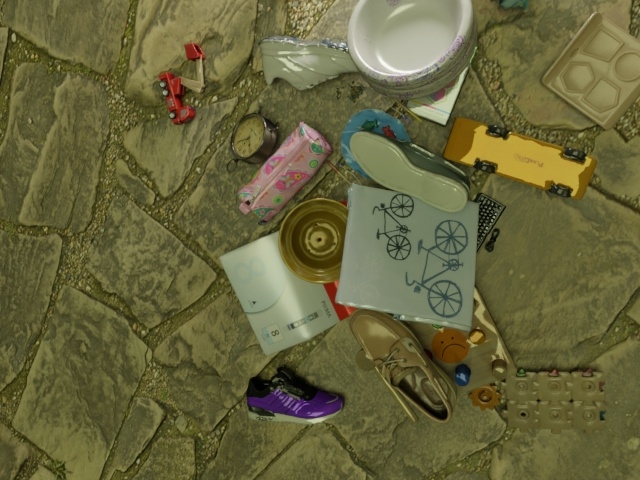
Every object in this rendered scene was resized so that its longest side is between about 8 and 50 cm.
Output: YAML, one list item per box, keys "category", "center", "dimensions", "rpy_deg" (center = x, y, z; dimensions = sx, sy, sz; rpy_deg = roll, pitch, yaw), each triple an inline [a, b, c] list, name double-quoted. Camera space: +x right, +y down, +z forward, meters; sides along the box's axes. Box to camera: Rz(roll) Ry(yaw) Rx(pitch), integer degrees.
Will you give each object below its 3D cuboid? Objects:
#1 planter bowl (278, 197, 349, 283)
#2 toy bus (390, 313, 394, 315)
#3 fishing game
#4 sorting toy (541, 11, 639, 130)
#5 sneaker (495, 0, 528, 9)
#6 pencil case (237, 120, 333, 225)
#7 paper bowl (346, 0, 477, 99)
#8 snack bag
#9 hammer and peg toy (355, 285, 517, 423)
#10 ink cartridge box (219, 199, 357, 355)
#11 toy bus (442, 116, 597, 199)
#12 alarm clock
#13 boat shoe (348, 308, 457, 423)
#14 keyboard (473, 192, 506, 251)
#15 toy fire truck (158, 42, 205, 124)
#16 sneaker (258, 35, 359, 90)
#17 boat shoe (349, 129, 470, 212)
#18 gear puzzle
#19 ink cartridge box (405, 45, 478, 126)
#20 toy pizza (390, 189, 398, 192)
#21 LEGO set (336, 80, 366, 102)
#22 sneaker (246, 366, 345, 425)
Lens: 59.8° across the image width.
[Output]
- category: "planter bowl"
  center: [0.000, 0.000, 1.450]
  dimensions: [0.216, 0.090, 0.218]
  rpy_deg: [0, 92, -2]
- category: "toy bus"
  center: [0.173, 0.063, 1.456]
  dimensions: [0.202, 0.104, 0.191]
  rpy_deg: [-50, 125, 0]
- category: "fishing game"
  center: [0.136, -0.240, 1.422]
  dimensions: [0.189, 0.041, 0.264]
  rpy_deg: [45, 120, 2]
- category: "sorting toy"
  center: [0.658, -0.394, 1.305]
  dimensions: [0.208, 0.038, 0.193]
  rpy_deg: [37, 106, 0]
- category: "sneaker"
  center: [0.372, -0.603, 1.291]
  dimensions: [0.318, 0.127, 0.208]
  rpy_deg: [-12, 126, 39]
- category: "pencil case"
  center: [-0.097, -0.177, 1.473]
  dimensions: [0.284, 0.124, 0.124]
  rpy_deg: [-44, 88, 15]
- category: "paper bowl"
  center: [0.214, -0.460, 1.278]
  dimensions: [0.283, 0.148, 0.285]
  rpy_deg: [-5, 76, 22]
- category: "snack bag"
  center: [0.212, 0.037, 1.350]
  dimensions: [0.342, 0.037, 0.324]
  rpy_deg: [8, 75, -2]
- category: "hammer and peg toy"
  center: [0.295, 0.299, 1.459]
  dimensions: [0.361, 0.127, 0.266]
  rpy_deg: [-27, 93, 19]
- category: "ink cartridge box"
  center: [-0.044, 0.106, 1.524]
  dimensions: [0.384, 0.091, 0.309]
  rpy_deg: [-24, 94, 17]
- category: "toy bus"
  center: [0.466, -0.198, 1.331]
  dimensions: [0.332, 0.130, 0.108]
  rpy_deg: [19, 102, 9]
- category: "alarm clock"
  center: [-0.189, -0.255, 1.489]
  dimensions: [0.192, 0.064, 0.129]
  rpy_deg: [-45, 55, 16]
- category: "boat shoe"
  center: [0.201, 0.297, 1.358]
  dimensions: [0.341, 0.110, 0.122]
  rpy_deg: [42, 109, 4]
- category: "keyboard"
  center: [0.408, -0.021, 1.431]
  dimensions: [0.108, 0.023, 0.180]
  rpy_deg: [31, 106, 6]
- category: "toy fire truck"
  center: [-0.369, -0.427, 1.530]
  dimensions: [0.135, 0.047, 0.192]
  rpy_deg: [-14, 97, 14]
- category: "sneaker"
  center: [-0.013, -0.451, 1.429]
  dimensions: [0.296, 0.111, 0.130]
  rpy_deg: [9, 119, 14]
- category: "boat shoe"
  center: [0.221, -0.182, 1.361]
  dimensions: [0.319, 0.099, 0.116]
  rpy_deg: [30, 135, 10]
- category: "gear puzzle"
  center: [0.563, 0.416, 1.464]
  dimensions: [0.338, 0.044, 0.176]
  rpy_deg: [-4, 100, 17]
- category: "ink cartridge box"
  center: [0.298, -0.398, 1.371]
  dimensions: [0.108, 0.062, 0.210]
  rpy_deg: [23, 103, 10]
- category: "toy pizza"
  center: [0.279, -0.104, 1.442]
  dimensions: [0.201, 0.032, 0.202]
  rpy_deg: [2, 99, 13]
- category: "LEGO set"
  center: [0.082, -0.387, 1.448]
  dimensions: [0.083, 0.023, 0.054]
  rpy_deg: [18, 101, 23]
- category: "sneaker"
  center: [-0.080, 0.434, 1.581]
  dimensions: [0.293, 0.102, 0.146]
  rpy_deg: [-4, 98, 14]
